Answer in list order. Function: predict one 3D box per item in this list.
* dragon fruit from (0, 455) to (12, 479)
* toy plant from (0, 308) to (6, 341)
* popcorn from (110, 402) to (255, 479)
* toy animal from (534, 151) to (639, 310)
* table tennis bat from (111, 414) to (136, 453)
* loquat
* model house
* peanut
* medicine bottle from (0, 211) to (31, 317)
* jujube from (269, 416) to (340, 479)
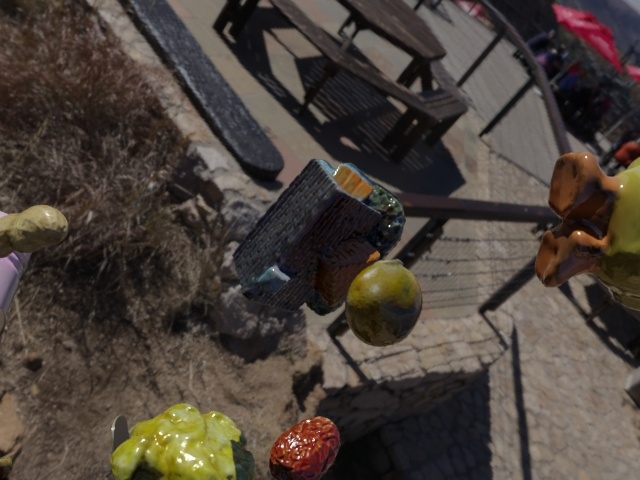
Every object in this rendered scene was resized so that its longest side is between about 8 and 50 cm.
[{"bbox_3d":[-0.669,0.548,1.107,0.228,0.243,0.307,4,8,7],"label":"dragon fruit"},{"bbox_3d":[-0.603,0.168,1.054,0.105,0.200,0.142,37,39,-32],"label":"toy plant"},{"bbox_3d":[-0.324,0.547,1.532,0.334,0.292,0.293,10,64,-1],"label":"popcorn"},{"bbox_3d":[0.475,-0.006,0.818,0.339,0.215,0.191,7,5,-4],"label":"toy animal"},{"bbox_3d":[-0.568,0.575,1.833,0.246,0.022,0.138,111,-30,-84],"label":"table tennis bat"},{"bbox_3d":[0.123,0.118,1.200,0.152,0.195,0.152,-1,28,0],"label":"loquat"},{"bbox_3d":[0.000,0.000,1.408,0.297,0.360,0.339,43,11,3],"label":"model house"},{"bbox_3d":[-0.662,-0.017,1.390,0.085,0.228,0.104,52,32,-53],"label":"peanut"},{"bbox_3d":[-0.847,0.105,1.513,0.212,0.212,0.325,24,48,-25],"label":"medicine bottle"},{"bbox_3d":[-0.029,0.427,1.270,0.176,0.109,0.112,-28,90,-57],"label":"jujube"}]
